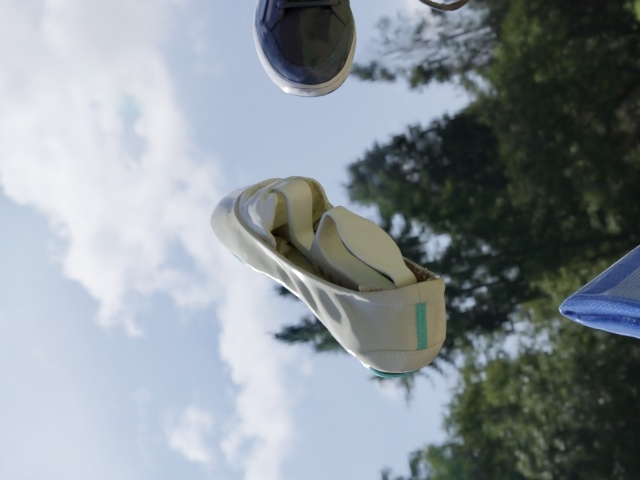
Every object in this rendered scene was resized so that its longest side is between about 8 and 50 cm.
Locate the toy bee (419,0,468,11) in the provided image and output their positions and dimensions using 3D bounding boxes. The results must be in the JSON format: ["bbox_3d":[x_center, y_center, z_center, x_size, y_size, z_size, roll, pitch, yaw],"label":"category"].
[{"bbox_3d":[0.074,-0.288,0.669,0.298,0.162,0.195,38,-102,-30],"label":"toy bee"}]

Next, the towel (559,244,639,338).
[{"bbox_3d":[0.280,-0.028,0.570,0.209,0.285,0.034,12,131,58],"label":"towel"}]

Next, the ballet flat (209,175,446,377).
[{"bbox_3d":[0.000,0.000,0.819,0.248,0.086,0.086,37,166,42],"label":"ballet flat"}]

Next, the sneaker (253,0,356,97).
[{"bbox_3d":[-0.018,-0.238,0.894,0.163,0.086,0.226,81,-175,-62],"label":"sneaker"}]
